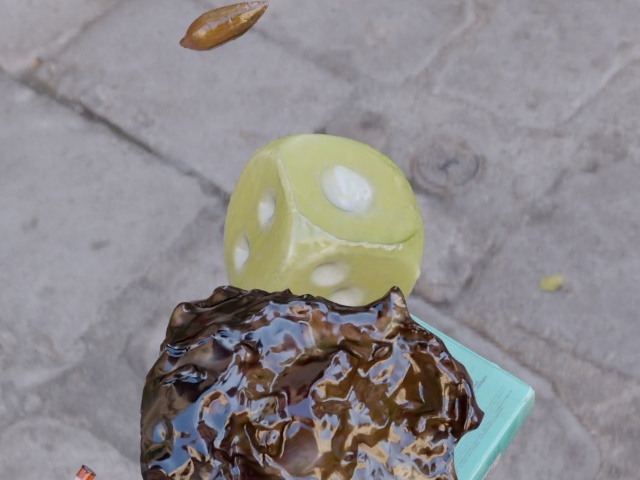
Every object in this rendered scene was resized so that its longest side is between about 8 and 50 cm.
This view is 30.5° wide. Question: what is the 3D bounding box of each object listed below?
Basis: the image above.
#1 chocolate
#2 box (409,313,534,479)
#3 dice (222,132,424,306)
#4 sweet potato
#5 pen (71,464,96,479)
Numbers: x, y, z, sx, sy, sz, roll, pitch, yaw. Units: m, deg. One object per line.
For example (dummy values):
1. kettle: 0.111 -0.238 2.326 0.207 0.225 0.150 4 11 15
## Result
1. chocolate: 0.012 0.122 0.766 0.177 0.224 0.206 -20 3 25
2. box: 0.128 0.233 1.716 0.311 0.118 0.205 30 64 21
3. dice: 0.000 0.000 1.265 0.166 0.169 0.169 6 47 -26
4. sweet potato: -0.086 -0.186 1.018 0.095 0.034 0.034 -22 45 27
5. pen: -0.390 0.418 1.642 0.028 0.028 0.239 34 89 26
